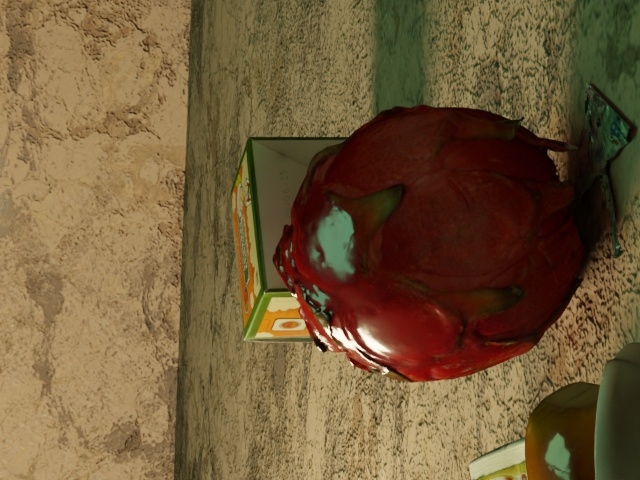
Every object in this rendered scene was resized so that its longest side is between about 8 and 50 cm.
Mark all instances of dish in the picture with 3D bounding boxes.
[{"bbox_3d":[0.241,0.169,1.109,0.229,0.081,0.229,38,-134,-56],"label":"dish"}]

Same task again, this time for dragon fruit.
[{"bbox_3d":[0.090,0.004,1.450,0.241,0.252,0.241,5,-90,-77],"label":"dragon fruit"}]

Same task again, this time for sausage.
[{"bbox_3d":[0.209,0.234,1.233,0.105,0.105,0.274,-165,62,-76],"label":"sausage"}]

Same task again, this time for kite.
[{"bbox_3d":[0.224,-0.058,1.406,0.139,0.011,0.156,108,158,-63],"label":"kite"}]

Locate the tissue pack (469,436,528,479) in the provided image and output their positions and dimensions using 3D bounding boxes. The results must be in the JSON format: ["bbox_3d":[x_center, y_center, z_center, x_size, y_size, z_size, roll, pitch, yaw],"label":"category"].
[{"bbox_3d":[0.187,0.202,1.365,0.148,0.106,0.099,130,137,-72],"label":"tissue pack"}]

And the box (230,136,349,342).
[{"bbox_3d":[0.000,0.000,1.992,0.148,0.178,0.194,113,153,-62],"label":"box"}]
